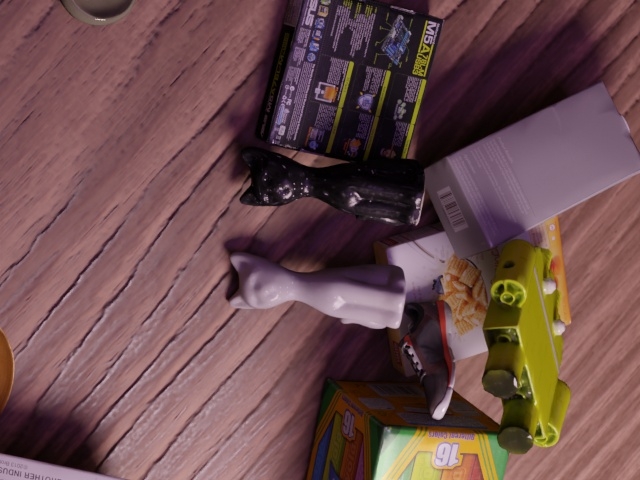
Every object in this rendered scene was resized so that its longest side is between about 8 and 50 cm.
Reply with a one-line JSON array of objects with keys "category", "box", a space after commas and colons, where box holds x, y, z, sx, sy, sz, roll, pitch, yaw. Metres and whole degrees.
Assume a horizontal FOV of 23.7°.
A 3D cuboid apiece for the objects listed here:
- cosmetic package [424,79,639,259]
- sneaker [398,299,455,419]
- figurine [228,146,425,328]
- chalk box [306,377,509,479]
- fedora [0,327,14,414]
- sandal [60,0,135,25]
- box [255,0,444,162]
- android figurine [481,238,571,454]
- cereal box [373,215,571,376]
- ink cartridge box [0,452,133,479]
[{"category": "cosmetic package", "box": [0.255, -0.085, 1.831, 0.238, 0.107, 0.127, -24, 88, -21]}, {"category": "sneaker", "box": [0.122, 0.141, 1.803, 0.064, 0.158, 0.061, 7, 142, -9]}, {"category": "figurine", "box": [0.000, 0.000, 1.758, 0.209, 0.092, 0.215, 8, 111, -3]}, {"category": "chalk box", "box": [0.091, 0.334, 1.857, 0.180, 0.179, 0.289, 5, 102, -25]}, {"category": "fedora", "box": [-0.416, 0.163, 1.640, 0.194, 0.079, 0.194, -7, 108, -22]}, {"category": "sandal", "box": [-0.236, -0.370, 1.565, 0.120, 0.086, 0.303, -19, 111, -18]}, {"category": "box", "box": [0.035, -0.187, 1.762, 0.184, 0.045, 0.191, 9, 100, -28]}, {"category": "android figurine", "box": [0.245, 0.116, 1.791, 0.056, 0.273, 0.248, -4, 121, 22]}, {"category": "cereal box", "box": [0.191, 0.054, 1.895, 0.240, 0.047, 0.173, -17, 109, -19]}, {"category": "ink cartridge box", "box": [-0.325, 0.440, 1.607, 0.270, 0.151, 0.396, 17, 59, -26]}]
